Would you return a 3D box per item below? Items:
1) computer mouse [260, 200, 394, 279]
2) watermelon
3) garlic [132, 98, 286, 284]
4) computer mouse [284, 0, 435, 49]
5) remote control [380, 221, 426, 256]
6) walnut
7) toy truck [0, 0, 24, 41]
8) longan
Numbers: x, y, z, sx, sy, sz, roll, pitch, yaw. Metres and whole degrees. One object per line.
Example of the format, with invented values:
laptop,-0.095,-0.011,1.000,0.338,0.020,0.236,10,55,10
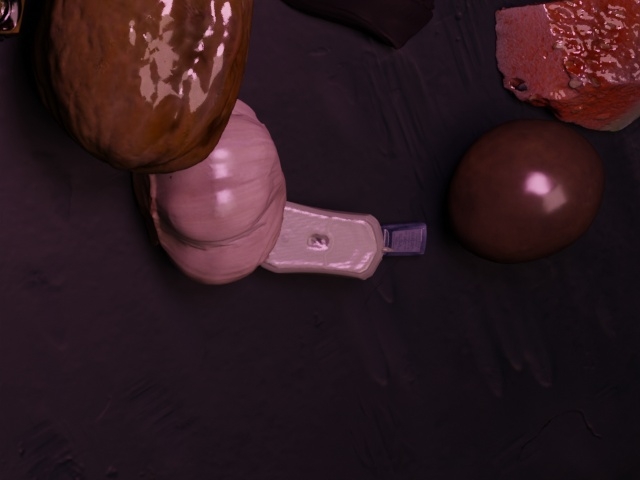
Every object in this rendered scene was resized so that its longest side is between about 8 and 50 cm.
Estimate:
computer mouse,0.000,0.000,1.991,0.181,0.056,0.089,6,94,-11
watermelon,0.348,-0.248,2.143,0.256,0.140,0.193,5,91,-25
garlic,-0.116,-0.064,1.864,0.178,0.143,0.229,-19,97,-16
computer mouse,0.051,-0.323,1.949,0.264,0.088,0.147,16,95,-36
remote control,0.069,0.002,2.067,0.152,0.027,0.044,-4,97,-32
walnut,-0.193,-0.212,1.735,0.227,0.283,0.283,7,99,-61
toy truck,-0.339,-0.337,1.681,0.127,0.127,0.257,-4,104,-46
longan,0.261,-0.064,2.077,0.212,0.198,0.198,-23,114,-3
